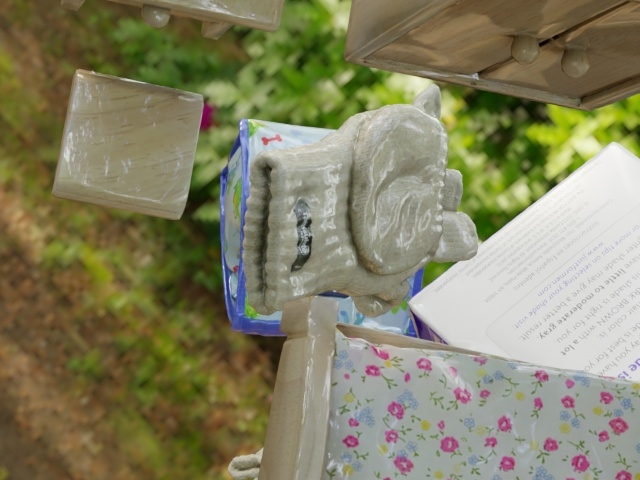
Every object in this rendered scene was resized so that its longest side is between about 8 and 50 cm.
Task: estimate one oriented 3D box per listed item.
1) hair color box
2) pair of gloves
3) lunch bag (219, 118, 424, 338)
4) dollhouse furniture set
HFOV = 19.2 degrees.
[{"bbox_3d":[0.232,0.105,1.152,0.339,0.185,0.110,42,-16,39],"label":"hair color box"},{"bbox_3d":[0.018,0.053,0.923,0.204,0.042,0.240,-26,119,-54],"label":"pair of gloves"},{"bbox_3d":[0.000,0.000,1.283,0.128,0.096,0.151,5,59,-11],"label":"lunch bag"},{"bbox_3d":[0.042,0.060,0.620,0.303,0.356,0.174,11,-8,-14],"label":"dollhouse furniture set"}]
